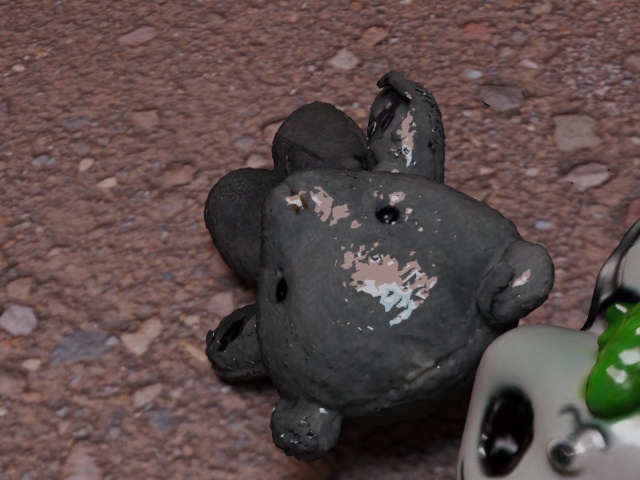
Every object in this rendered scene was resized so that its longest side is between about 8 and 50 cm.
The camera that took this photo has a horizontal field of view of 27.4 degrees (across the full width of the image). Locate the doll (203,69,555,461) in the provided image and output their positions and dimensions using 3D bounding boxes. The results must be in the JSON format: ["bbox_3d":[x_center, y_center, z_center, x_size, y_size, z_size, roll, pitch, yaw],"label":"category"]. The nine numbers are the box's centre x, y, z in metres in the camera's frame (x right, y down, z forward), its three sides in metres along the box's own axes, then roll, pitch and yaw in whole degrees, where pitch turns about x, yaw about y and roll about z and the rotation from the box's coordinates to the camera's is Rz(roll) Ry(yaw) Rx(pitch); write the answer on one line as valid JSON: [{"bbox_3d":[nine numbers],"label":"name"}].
[{"bbox_3d":[-0.004,-0.002,0.883,0.246,0.158,0.340,-46,40,9],"label":"doll"}]

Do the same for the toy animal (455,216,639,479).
[{"bbox_3d":[0.192,0.105,0.708,0.267,0.212,0.213,-37,48,-25],"label":"toy animal"}]
